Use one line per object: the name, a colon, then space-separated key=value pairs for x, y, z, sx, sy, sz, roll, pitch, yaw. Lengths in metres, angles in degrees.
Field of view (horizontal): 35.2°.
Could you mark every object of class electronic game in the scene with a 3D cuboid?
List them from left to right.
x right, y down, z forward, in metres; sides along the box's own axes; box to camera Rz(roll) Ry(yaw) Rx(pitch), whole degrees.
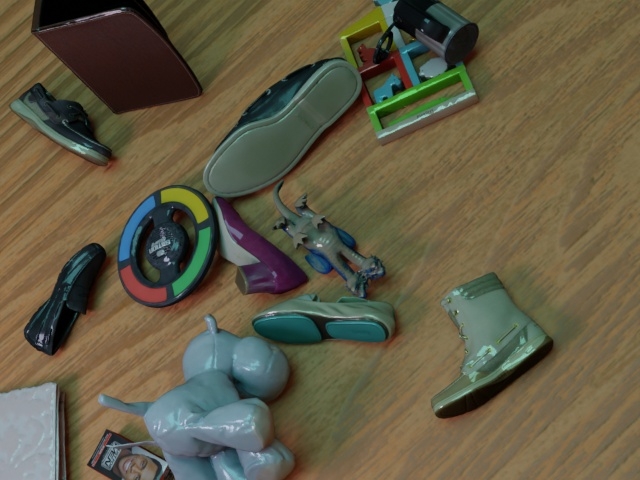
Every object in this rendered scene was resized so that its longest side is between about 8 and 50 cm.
electronic game: x=-0.279 y=0.009 z=1.822 sx=0.229 sy=0.048 sz=0.229 roll=-11 pitch=68 yaw=30

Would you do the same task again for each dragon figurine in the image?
dragon figurine: x=0.000 y=0.000 z=1.719 sx=0.085 sy=0.144 sz=0.289 roll=-48 pitch=36 yaw=-3

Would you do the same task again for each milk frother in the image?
milk frother: x=0.177 y=-0.349 z=1.772 sx=0.134 sy=0.129 sz=0.143 roll=43 pitch=130 yaw=30

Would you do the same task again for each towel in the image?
towel: x=-0.597 y=0.433 z=1.783 sx=0.331 sy=0.053 sz=0.317 roll=-13 pitch=64 yaw=15

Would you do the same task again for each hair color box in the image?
hair color box: x=-0.317 y=0.381 z=1.705 sx=0.141 sy=0.043 sz=0.072 roll=20 pitch=76 yaw=26

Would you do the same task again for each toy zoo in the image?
toy zoo: x=0.149 y=-0.333 z=1.837 sx=0.192 sy=0.030 sz=0.293 roll=-24 pitch=62 yaw=10

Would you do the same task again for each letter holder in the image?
letter holder: x=-0.362 y=-0.391 z=1.898 sx=0.214 sy=0.302 sz=0.152 roll=-7 pitch=66 yaw=17

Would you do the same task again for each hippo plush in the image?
hippo plush: x=-0.168 y=0.271 z=1.636 sx=0.294 sy=0.234 sz=0.237 roll=7 pitch=40 yaw=8

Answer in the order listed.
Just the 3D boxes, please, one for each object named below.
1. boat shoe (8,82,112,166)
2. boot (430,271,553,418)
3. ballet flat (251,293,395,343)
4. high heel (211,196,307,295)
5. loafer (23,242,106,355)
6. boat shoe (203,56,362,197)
boat shoe: x=-0.509 y=-0.237 z=2.006 sx=0.285 sy=0.103 sz=0.092 roll=31 pitch=86 yaw=34
boot: x=0.231 y=0.162 z=1.573 sx=0.213 sy=0.077 sz=0.165 roll=-35 pitch=61 yaw=-2
ballet flat: x=0.009 y=0.127 z=1.678 sx=0.248 sy=0.086 sz=0.086 roll=2 pitch=69 yaw=20
high heel: x=-0.116 y=0.002 z=1.789 sx=0.117 sy=0.082 sz=0.244 roll=-7 pitch=40 yaw=-24
loafer: x=-0.456 y=0.109 z=1.858 sx=0.078 sy=0.076 sz=0.223 roll=31 pitch=86 yaw=23
boat shoe: x=-0.080 y=-0.215 z=1.832 sx=0.340 sy=0.127 sz=0.113 roll=-44 pitch=31 yaw=7
